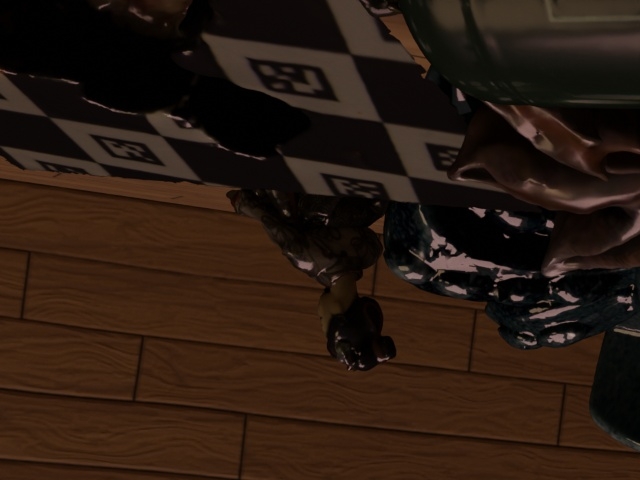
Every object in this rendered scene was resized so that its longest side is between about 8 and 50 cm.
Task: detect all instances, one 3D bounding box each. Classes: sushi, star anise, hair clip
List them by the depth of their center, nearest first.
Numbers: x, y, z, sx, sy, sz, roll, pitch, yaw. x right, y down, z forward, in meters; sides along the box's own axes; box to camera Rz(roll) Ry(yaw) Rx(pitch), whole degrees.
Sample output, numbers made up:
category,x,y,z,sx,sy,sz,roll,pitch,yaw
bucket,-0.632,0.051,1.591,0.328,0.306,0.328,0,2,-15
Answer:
category,x,y,z,sx,sy,sz,roll,pitch,yaw
star anise,0.152,-0.040,0.482,0.209,0.089,0.231,5,154,11
sushi,-0.098,-0.111,0.555,0.339,0.069,0.320,5,162,32
hair clip,0.196,-0.011,0.685,0.310,0.194,0.206,8,150,21

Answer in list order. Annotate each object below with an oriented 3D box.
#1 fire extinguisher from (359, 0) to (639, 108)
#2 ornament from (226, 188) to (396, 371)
category,x,y,z,sx,sy,sz,roll,pitch,yaw
fire extinguisher,0.117,-0.082,0.314,0.311,0.114,0.095,4,137,34
ornament,0.000,0.000,0.905,0.153,0.196,0.166,-22,159,40
